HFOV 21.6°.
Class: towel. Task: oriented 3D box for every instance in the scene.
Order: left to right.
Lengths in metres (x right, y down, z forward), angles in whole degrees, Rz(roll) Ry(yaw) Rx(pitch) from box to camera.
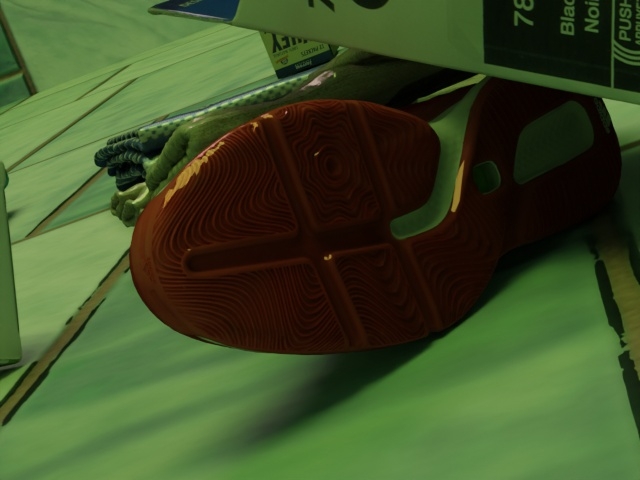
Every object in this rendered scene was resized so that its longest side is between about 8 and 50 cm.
[{"bbox_3d":[-0.013,-0.083,1.025,0.243,0.040,0.336,-21,6,-9],"label":"towel"}]

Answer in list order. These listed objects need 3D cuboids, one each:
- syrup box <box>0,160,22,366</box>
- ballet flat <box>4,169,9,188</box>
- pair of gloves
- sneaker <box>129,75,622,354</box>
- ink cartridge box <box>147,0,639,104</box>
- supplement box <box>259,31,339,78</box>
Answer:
[{"bbox_3d":[-0.253,0.028,0.780,0.237,0.093,0.096,-13,-10,39],"label":"syrup box"},{"bbox_3d":[-0.300,-0.022,1.173,0.124,0.116,0.342,-37,9,1],"label":"ballet flat"},{"bbox_3d":[0.005,-0.060,0.768,0.204,0.042,0.240,-23,-4,-14],"label":"pair of gloves"},{"bbox_3d":[0.000,0.000,0.596,0.221,0.087,0.128,-15,-5,-43],"label":"sneaker"},{"bbox_3d":[0.108,-0.105,0.588,0.333,0.065,0.165,14,30,36],"label":"ink cartridge box"},{"bbox_3d":[-0.025,-0.202,1.562,0.056,0.083,0.083,-21,12,9],"label":"supplement box"}]
